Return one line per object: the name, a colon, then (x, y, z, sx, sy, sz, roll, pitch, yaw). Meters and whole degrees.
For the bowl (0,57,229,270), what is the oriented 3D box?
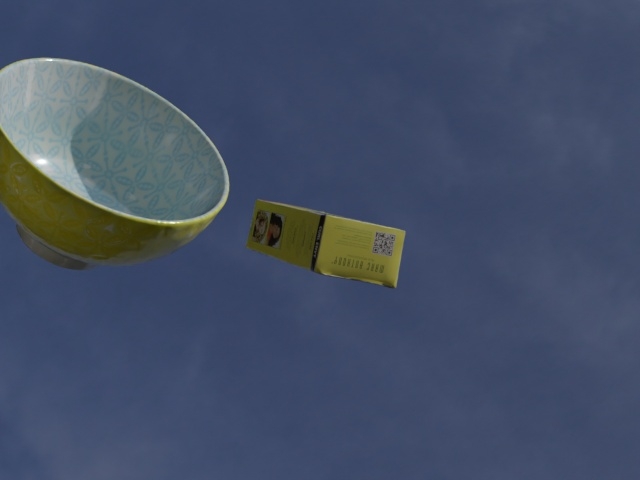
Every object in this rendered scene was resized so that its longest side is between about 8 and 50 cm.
bowl: (-0.265, -0.060, 1.458, 0.289, 0.289, 0.156, 43, -59, 18)

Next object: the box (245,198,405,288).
box: (0.000, 0.000, 1.276, 0.232, 0.087, 0.058, -165, -93, -71)
